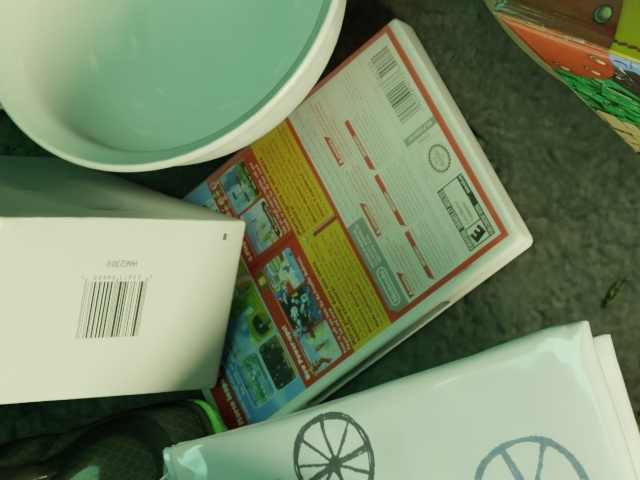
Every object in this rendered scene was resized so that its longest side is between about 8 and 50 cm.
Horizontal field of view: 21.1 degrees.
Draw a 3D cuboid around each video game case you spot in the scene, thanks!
[{"bbox_3d":[0.000,0.000,1.272,0.285,0.025,0.204,-38,63,23],"label":"video game case"}]

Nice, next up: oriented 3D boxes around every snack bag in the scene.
[{"bbox_3d":[0.077,0.249,1.120,0.342,0.037,0.323,-20,86,28],"label":"snack bag"}]

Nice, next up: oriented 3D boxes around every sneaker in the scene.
[{"bbox_3d":[-0.280,0.239,1.298,0.482,0.202,0.185,-20,69,20],"label":"sneaker"}]

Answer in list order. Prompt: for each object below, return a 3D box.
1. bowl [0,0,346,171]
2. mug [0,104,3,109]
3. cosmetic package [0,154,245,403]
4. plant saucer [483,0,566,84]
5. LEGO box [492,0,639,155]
[{"bbox_3d":[-0.098,-0.178,1.288,0.297,0.134,0.298,-5,75,21],"label":"bowl"},{"bbox_3d":[-0.291,-0.140,1.487,0.064,0.078,0.062,-16,105,40],"label":"mug"},{"bbox_3d":[-0.219,0.022,1.270,0.224,0.224,0.138,22,105,44],"label":"cosmetic package"},{"bbox_3d":[0.191,-0.215,1.089,0.278,0.041,0.278,30,136,34],"label":"plant saucer"},{"bbox_3d":[0.340,-0.229,0.822,0.193,0.372,0.500,25,86,35],"label":"LEGO box"}]
